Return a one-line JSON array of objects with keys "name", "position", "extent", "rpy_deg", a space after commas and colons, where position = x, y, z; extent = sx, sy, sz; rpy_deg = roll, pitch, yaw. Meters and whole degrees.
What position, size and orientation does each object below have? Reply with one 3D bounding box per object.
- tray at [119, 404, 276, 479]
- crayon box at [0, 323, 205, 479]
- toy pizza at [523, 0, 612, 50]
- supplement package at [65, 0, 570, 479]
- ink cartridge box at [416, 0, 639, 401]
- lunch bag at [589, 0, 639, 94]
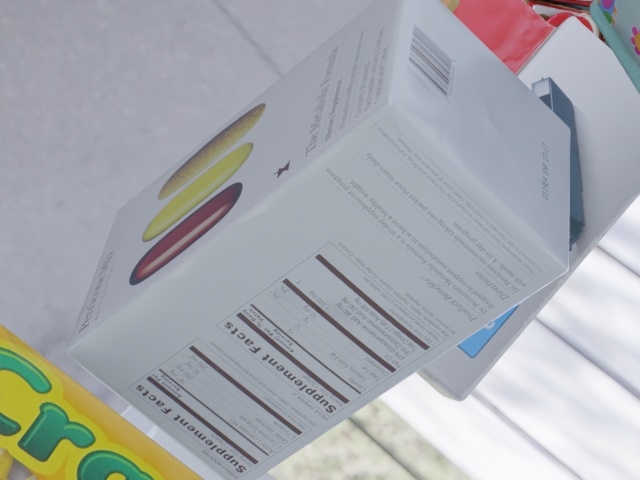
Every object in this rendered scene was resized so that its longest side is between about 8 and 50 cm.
[{"name": "tray", "position": [-0.092, 0.245, 1.457], "extent": [0.145, 0.270, 0.030], "rpy_deg": [-43, 153, -19]}, {"name": "crayon box", "position": [-0.071, 0.122, 0.377], "extent": [0.081, 0.278, 0.165], "rpy_deg": [-48, -173, 36]}, {"name": "toy pizza", "position": [0.260, -0.213, 1.646], "extent": [0.201, 0.032, 0.201], "rpy_deg": [-1, 93, -26]}, {"name": "supplement package", "position": [0.000, 0.000, 0.964], "extent": [0.244, 0.139, 0.134], "rpy_deg": [-37, 113, 28]}, {"name": "ink cartridge box", "position": [0.107, -0.064, 1.434], "extent": [0.296, 0.261, 0.066], "rpy_deg": [-49, -178, -5]}, {"name": "lunch bag", "position": [0.317, -0.110, 1.067], "extent": [0.160, 0.262, 0.223], "rpy_deg": [-19, 160, -28]}]
